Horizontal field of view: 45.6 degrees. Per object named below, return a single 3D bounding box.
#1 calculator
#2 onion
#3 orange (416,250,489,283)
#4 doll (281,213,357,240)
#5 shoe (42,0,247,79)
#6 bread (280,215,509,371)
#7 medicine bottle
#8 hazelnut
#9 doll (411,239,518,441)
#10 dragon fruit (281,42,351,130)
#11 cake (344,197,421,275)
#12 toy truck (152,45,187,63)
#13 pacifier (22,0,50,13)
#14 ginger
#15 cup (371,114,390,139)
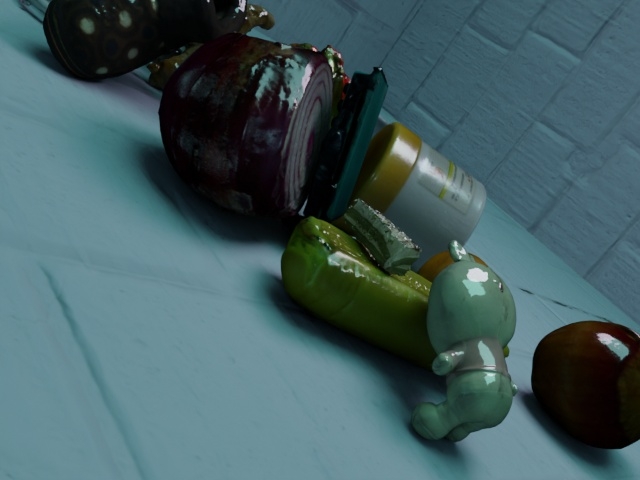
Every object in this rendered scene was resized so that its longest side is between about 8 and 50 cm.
[{"bbox_3d":[0.043,-0.159,1.293,0.058,0.274,0.248,20,10,5],"label":"calculator"},{"bbox_3d":[-0.125,-0.191,1.196,0.260,0.282,0.337,17,25,7],"label":"onion"},{"bbox_3d":[0.229,0.097,1.311,0.159,0.159,0.136,34,-26,-6],"label":"orange"},{"bbox_3d":[0.000,0.000,1.289,0.165,0.057,0.139,30,16,14],"label":"doll"},{"bbox_3d":[-0.293,-0.408,1.378,0.237,0.171,0.384,-3,21,33],"label":"shoe"},{"bbox_3d":[0.103,0.100,1.105,0.383,0.112,0.166,28,15,-25],"label":"bread"},{"bbox_3d":[0.171,-0.078,1.517,0.232,0.238,0.238,33,16,-12],"label":"medicine bottle"},{"bbox_3d":[0.473,0.250,1.309,0.251,0.217,0.217,32,13,-47],"label":"hazelnut"},{"bbox_3d":[0.200,0.129,0.986,0.155,0.113,0.275,30,60,-35],"label":"doll"},{"bbox_3d":[-0.052,-0.251,1.469,0.231,0.303,0.237,29,47,1],"label":"dragon fruit"},{"bbox_3d":[0.086,-0.006,1.074,0.055,0.051,0.140,21,20,-40],"label":"cake"},{"bbox_3d":[-0.264,-0.395,1.747,0.286,0.136,0.111,19,52,-35],"label":"toy truck"},{"bbox_3d":[-0.450,-0.522,1.582,0.332,0.273,0.220,47,-1,31],"label":"pacifier"},{"bbox_3d":[-0.233,-0.426,1.641,0.080,0.333,0.166,25,-22,45],"label":"ginger"},{"bbox_3d":[0.033,-0.339,2.072,0.347,0.163,0.347,38,9,-7],"label":"cup"}]
